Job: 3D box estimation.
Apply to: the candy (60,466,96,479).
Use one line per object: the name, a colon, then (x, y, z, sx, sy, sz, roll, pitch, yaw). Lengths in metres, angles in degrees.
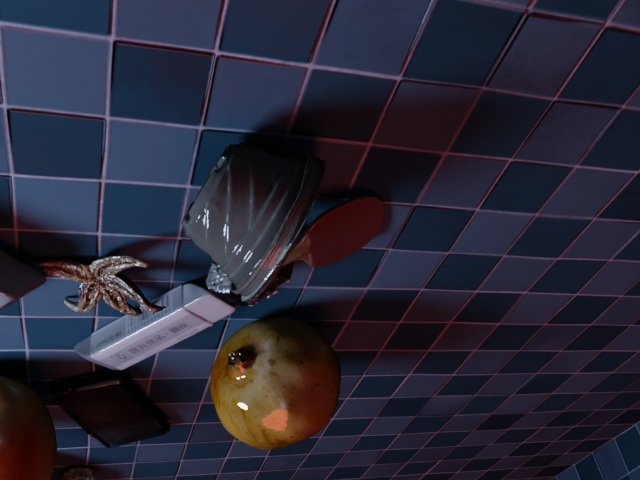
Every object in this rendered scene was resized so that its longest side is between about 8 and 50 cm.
candy: (-0.657, 0.662, 1.809, 0.095, 0.085, 0.110, 13, 127, -20)

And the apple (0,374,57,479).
apple: (-0.673, 0.405, 1.282, 0.318, 0.319, 0.277, -2, 122, -12)

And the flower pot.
flower pot: (-0.102, -0.044, 0.936, 0.140, 0.236, 0.235, 31, 130, -14)

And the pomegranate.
pomegranate: (-0.086, 0.273, 1.305, 0.264, 0.264, 0.264, -7, 143, -5)

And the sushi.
sushi: (-0.119, 0.055, 1.143, 0.150, 0.091, 0.078, -28, 144, 18)

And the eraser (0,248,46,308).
eraser: (-0.578, 0.023, 0.972, 0.111, 0.077, 0.352, -30, 135, 22)

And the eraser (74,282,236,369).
eraser: (-0.316, 0.164, 1.255, 0.351, 0.061, 0.089, -28, 141, 22)

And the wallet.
wallet: (-0.470, 0.387, 1.524, 0.172, 0.045, 0.318, -15, 143, 1)

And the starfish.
starfish: (-0.372, 0.066, 1.122, 0.237, 0.057, 0.213, 28, 135, -18)

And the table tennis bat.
table tennis bat: (0.000, 0.000, 1.092, 0.246, 0.022, 0.138, -24, 144, -20)
